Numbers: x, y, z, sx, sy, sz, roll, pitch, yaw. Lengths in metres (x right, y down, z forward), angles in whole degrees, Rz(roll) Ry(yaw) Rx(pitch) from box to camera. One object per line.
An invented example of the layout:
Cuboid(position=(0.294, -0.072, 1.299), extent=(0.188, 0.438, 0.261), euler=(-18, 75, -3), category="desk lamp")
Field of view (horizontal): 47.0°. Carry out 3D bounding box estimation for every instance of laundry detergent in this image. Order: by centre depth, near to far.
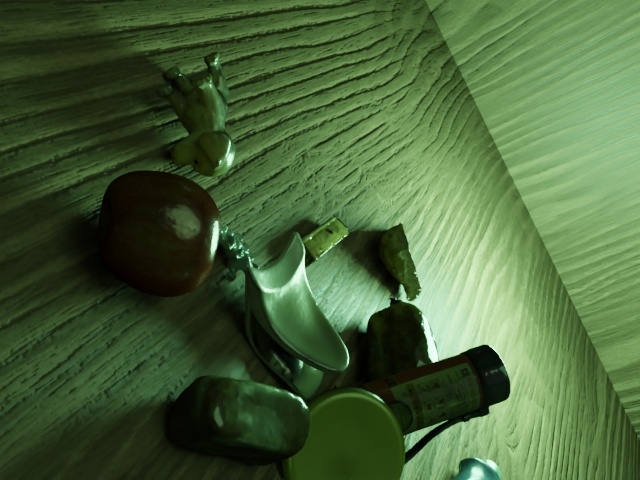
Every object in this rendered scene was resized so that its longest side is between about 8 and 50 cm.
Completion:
Cuboid(position=(0.348, 0.583, 1.675), extent=(0.143, 0.094, 0.290), euler=(60, 27, 2), category="laundry detergent")

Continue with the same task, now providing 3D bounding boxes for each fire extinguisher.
Cuboid(position=(0.172, 0.332, 1.380), extent=(0.113, 0.376, 0.200), euler=(155, -79, -77), category="fire extinguisher")

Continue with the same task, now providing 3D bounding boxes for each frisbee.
Cuboid(position=(0.044, 0.370, 1.263), extent=(0.236, 0.017, 0.236), euler=(2, 86, -24), category="frisbee")

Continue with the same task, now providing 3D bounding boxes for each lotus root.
Cuboid(position=(0.176, 0.261, 1.555), extent=(0.160, 0.152, 0.275), euler=(49, 35, -46), category="lotus root")

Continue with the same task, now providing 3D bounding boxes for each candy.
Cuboid(position=(-0.117, 0.274, 1.118), extent=(0.234, 0.104, 0.102), euler=(31, 44, -45), category="candy")

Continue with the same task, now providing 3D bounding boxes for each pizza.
Cuboid(position=(0.184, 0.024, 1.822), extent=(0.188, 0.080, 0.204), euler=(68, 9, -48), category="pizza")

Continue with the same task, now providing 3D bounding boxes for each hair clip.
Cuboid(position=(-0.049, 0.150, 1.318), extent=(0.282, 0.113, 0.172), euler=(59, 36, -8), category="hair clip")

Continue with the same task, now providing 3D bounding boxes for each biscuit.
Cuboid(position=(0.000, 0.000, 1.556), extent=(0.056, 0.052, 0.188), euler=(52, 30, 0), category="biscuit")

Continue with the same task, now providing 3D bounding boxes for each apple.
Cuboid(position=(-0.234, -0.009, 1.068), extent=(0.168, 0.181, 0.181), euler=(8, 60, -31), category="apple")

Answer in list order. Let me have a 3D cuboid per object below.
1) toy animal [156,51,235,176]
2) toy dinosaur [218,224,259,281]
Cuboid(position=(-0.215, -0.227, 1.313), extent=(0.233, 0.121, 0.169), euler=(-95, 163, -46), category="toy animal")
Cuboid(position=(-0.144, 0.037, 1.309), extent=(0.209, 0.039, 0.082), euler=(66, 22, -10), category="toy dinosaur")
